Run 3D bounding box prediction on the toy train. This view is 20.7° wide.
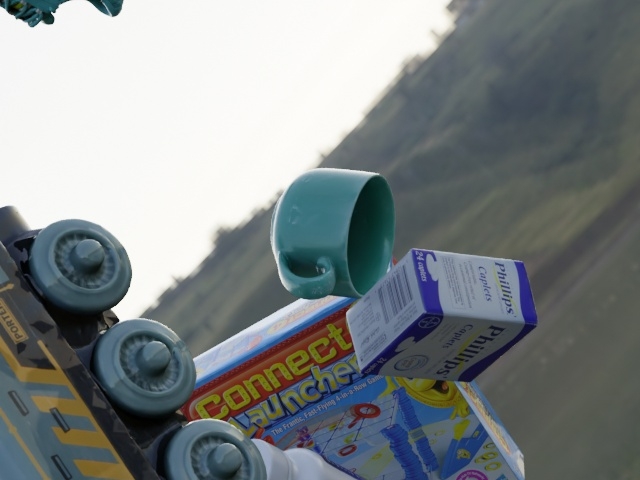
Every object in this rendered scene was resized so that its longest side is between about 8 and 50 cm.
[{"bbox_3d":[-0.183,0.130,1.228,0.190,0.334,0.142,-26,-13,-41],"label":"toy train"}]

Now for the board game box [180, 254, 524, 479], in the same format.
[{"bbox_3d":[0.026,0.216,2.004,0.308,0.302,0.086,-30,16,14],"label":"board game box"}]

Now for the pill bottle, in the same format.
[{"bbox_3d":[-0.011,0.272,1.751,0.112,0.187,0.112,-33,40,33],"label":"pill bottle"}]

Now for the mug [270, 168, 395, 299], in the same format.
[{"bbox_3d":[0.003,-0.009,1.770,0.158,0.097,0.129,0,-83,-66],"label":"mug"}]

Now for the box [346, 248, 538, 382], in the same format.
[{"bbox_3d":[0.117,0.075,1.690,0.137,0.072,0.126,6,-34,-31],"label":"box"}]

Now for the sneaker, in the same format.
[{"bbox_3d":[-0.359,-0.315,2.141,0.275,0.110,0.107,-6,8,-29],"label":"sneaker"}]
